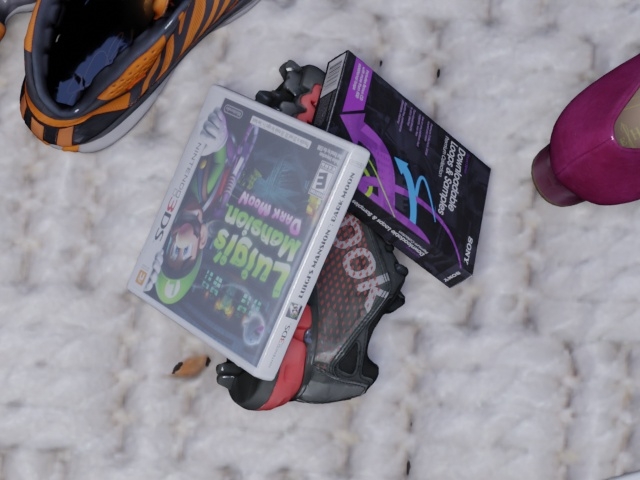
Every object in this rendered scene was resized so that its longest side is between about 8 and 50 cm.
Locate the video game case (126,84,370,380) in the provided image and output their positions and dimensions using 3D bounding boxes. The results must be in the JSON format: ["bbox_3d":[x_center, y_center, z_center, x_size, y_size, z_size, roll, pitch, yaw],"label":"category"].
[{"bbox_3d":[-0.058,-0.012,1.178,0.022,0.190,0.173,20,95,-40],"label":"video game case"}]

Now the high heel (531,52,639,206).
[{"bbox_3d":[0.339,-0.139,1.257,0.377,0.181,0.127,-37,89,-10],"label":"high heel"}]

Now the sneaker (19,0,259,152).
[{"bbox_3d":[-0.105,-0.205,1.204,0.124,0.180,0.321,33,80,-3],"label":"sneaker"}]

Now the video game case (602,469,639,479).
[{"bbox_3d":[0.341,0.276,1.288,0.206,0.026,0.227,-14,86,-9],"label":"video game case"}]

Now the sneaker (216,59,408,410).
[{"bbox_3d":[0.000,0.000,1.240,0.135,0.097,0.276,12,69,-25],"label":"sneaker"}]

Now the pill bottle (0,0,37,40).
[{"bbox_3d":[-0.237,-0.260,1.218,0.130,0.130,0.246,23,82,-5],"label":"pill bottle"}]

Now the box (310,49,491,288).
[{"bbox_3d":[0.060,-0.053,1.231,0.162,0.029,0.116,37,46,-26],"label":"box"}]
